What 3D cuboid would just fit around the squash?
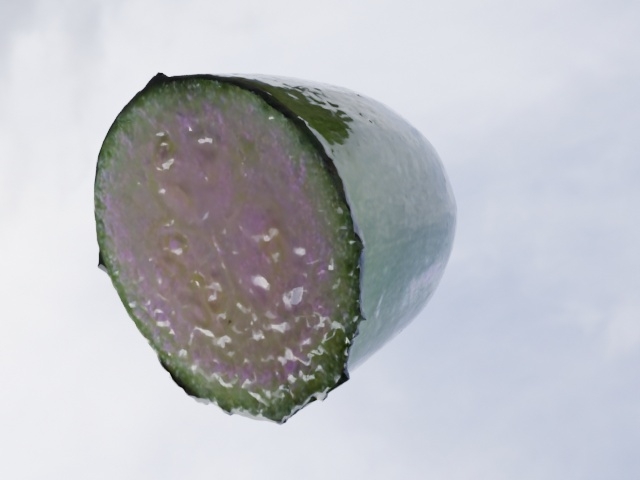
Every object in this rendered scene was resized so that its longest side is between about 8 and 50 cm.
[{"bbox_3d":[0.008,-0.031,1.171,0.310,0.310,0.309,4,-161,41],"label":"squash"}]
